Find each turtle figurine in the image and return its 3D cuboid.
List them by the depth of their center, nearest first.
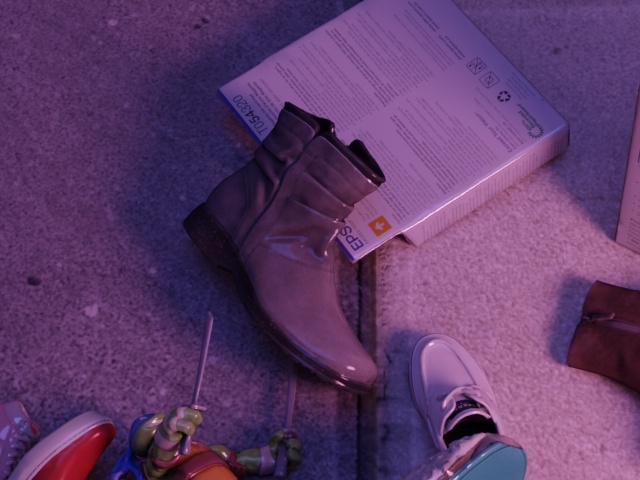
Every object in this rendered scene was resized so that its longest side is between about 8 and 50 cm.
[{"bbox_3d":[-0.081,0.236,1.802,0.275,0.198,0.266,-36,61,-12],"label":"turtle figurine"}]

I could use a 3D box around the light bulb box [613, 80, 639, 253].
[{"bbox_3d":[0.548,-0.092,1.861,0.358,0.361,0.225,27,64,19],"label":"light bulb box"}]

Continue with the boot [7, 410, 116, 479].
[{"bbox_3d":[-0.276,0.321,1.812,0.176,0.088,0.244,41,89,24],"label":"boot"}]

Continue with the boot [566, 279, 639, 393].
[{"bbox_3d":[0.383,0.164,1.896,0.207,0.090,0.248,8,60,23],"label":"boot"}]

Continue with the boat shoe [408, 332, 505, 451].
[{"bbox_3d":[0.167,0.204,1.868,0.095,0.084,0.258,-20,59,-8],"label":"boat shoe"}]

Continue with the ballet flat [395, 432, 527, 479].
[{"bbox_3d":[0.056,0.356,1.726,0.147,0.147,0.409,30,78,20],"label":"ballet flat"}]

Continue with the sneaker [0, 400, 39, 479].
[{"bbox_3d":[-0.355,0.241,1.904,0.070,0.051,0.134,-18,54,-1],"label":"sneaker"}]

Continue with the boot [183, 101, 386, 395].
[{"bbox_3d":[0.000,0.000,1.937,0.222,0.118,0.338,-47,64,10],"label":"boot"}]

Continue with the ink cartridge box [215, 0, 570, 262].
[{"bbox_3d":[0.089,-0.154,2.108,0.330,0.071,0.324,-32,62,-10],"label":"ink cartridge box"}]
